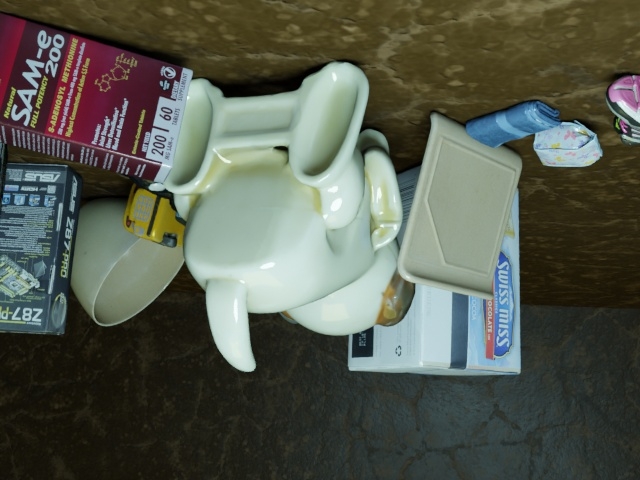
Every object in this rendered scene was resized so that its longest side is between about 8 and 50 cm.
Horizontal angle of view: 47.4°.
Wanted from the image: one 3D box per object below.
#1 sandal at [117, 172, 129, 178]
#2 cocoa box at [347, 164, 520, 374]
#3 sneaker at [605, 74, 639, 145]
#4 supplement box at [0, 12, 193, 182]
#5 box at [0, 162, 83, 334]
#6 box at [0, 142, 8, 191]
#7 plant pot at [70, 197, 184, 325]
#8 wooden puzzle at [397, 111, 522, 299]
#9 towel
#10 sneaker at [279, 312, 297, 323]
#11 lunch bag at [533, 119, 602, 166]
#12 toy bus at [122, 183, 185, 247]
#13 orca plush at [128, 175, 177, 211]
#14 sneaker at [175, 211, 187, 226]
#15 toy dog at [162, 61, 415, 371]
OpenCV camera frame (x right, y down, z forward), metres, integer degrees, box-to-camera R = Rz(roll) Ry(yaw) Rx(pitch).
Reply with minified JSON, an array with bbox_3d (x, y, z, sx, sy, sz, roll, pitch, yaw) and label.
[{"bbox_3d":[-0.321,-0.135,1.214,0.090,0.060,0.219,-7,165,42],"label":"sandal"},{"bbox_3d":[0.206,0.068,1.333,0.227,0.348,0.231,10,166,-29],"label":"cocoa box"},{"bbox_3d":[0.392,-0.154,0.908,0.170,0.063,0.074,7,163,-40],"label":"sneaker"},{"bbox_3d":[-0.281,-0.163,0.846,0.239,0.130,0.073,13,164,-17],"label":"supplement box"},{"bbox_3d":[-0.672,0.009,1.388,0.394,0.319,0.097,2,168,3],"label":"box"},{"bbox_3d":[-0.559,-0.026,1.171,0.079,0.322,0.257,6,169,-20],"label":"box"},{"bbox_3d":[-0.448,0.017,1.590,0.191,0.284,0.284,37,176,15],"label":"plant pot"},{"bbox_3d":[0.203,-0.044,1.069,0.220,0.239,0.044,14,175,-42],"label":"wooden puzzle"},{"bbox_3d":[0.263,-0.159,1.005,0.067,0.029,0.119,14,165,-37],"label":"towel"},{"bbox_3d":[0.000,-0.001,1.283,0.136,0.314,0.116,-21,127,41],"label":"sneaker"},{"bbox_3d":[0.352,-0.137,1.033,0.083,0.053,0.071,8,170,31],"label":"lunch bag"},{"bbox_3d":[-0.262,-0.044,1.394,0.130,0.108,0.332,16,180,20],"label":"toy bus"},{"bbox_3d":[-0.205,-0.098,1.140,0.102,0.151,0.287,-48,173,24],"label":"orca plush"},{"bbox_3d":[-0.139,-0.040,1.330,0.139,0.125,0.341,15,177,15],"label":"sneaker"},{"bbox_3d":[-0.002,0.001,1.022,0.284,0.396,0.408,-10,156,20],"label":"toy dog"}]
